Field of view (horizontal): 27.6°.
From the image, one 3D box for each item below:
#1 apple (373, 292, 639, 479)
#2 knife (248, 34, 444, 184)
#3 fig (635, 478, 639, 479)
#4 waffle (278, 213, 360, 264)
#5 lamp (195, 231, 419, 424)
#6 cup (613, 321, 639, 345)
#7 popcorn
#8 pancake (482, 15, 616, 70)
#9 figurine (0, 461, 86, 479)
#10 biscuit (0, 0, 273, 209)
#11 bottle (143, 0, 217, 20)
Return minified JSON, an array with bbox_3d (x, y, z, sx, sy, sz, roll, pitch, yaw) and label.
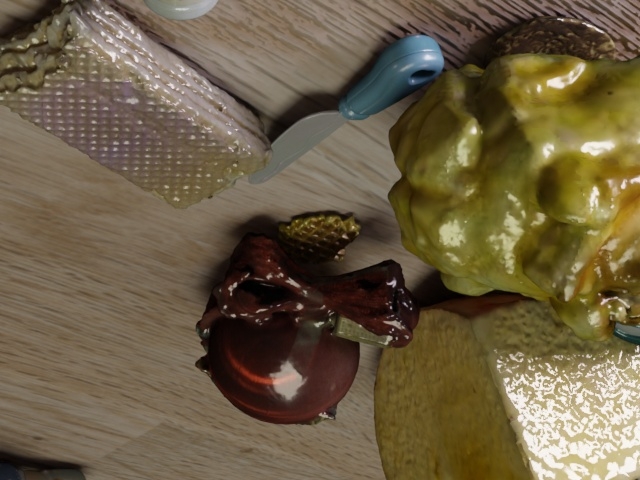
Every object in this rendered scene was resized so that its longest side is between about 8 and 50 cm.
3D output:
[{"bbox_3d":[0.200,0.199,1.372,0.314,0.252,0.309,28,161,-10],"label":"apple"},{"bbox_3d":[0.005,-0.100,1.076,0.058,0.032,0.244,-5,161,-47],"label":"knife"},{"bbox_3d":[0.350,0.248,1.549,0.148,0.202,0.149,-14,-176,40],"label":"fig"},{"bbox_3d":[-0.002,0.001,1.250,0.078,0.016,0.085,2,147,-2],"label":"waffle"},{"bbox_3d":[-0.020,0.101,1.265,0.215,0.151,0.223,10,159,2],"label":"lamp"},{"bbox_3d":[0.308,0.022,1.191,0.300,0.167,0.173,15,162,21],"label":"cup"},{"bbox_3d":[0.197,-0.043,1.005,0.287,0.252,0.215,-6,110,-2],"label":"popcorn"},{"bbox_3d":[0.182,-0.142,1.045,0.115,0.011,0.115,-3,148,-2],"label":"pancake"},{"bbox_3d":[-0.483,0.335,1.606,0.225,0.205,0.382,-30,159,30],"label":"figurine"},{"bbox_3d":[-0.147,-0.107,1.023,0.108,0.061,0.239,-25,143,27],"label":"biscuit"},{"bbox_3d":[-0.091,-0.234,0.831,0.060,0.060,0.217,0,146,-5],"label":"bottle"}]
